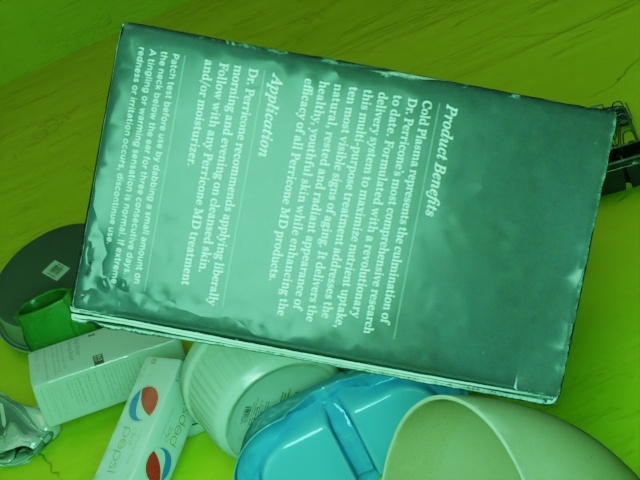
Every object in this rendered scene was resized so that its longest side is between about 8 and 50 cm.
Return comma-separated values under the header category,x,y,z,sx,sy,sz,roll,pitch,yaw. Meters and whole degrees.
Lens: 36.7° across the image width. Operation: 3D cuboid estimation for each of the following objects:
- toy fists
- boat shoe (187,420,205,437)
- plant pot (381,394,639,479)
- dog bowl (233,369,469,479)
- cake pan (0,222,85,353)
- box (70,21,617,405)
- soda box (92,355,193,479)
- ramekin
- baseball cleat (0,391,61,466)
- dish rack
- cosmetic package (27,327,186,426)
category,x,y,z,sx,sy,sz,roll,pitch,yaw
toy fists,-0.368,0.126,1.632,0.279,0.142,0.096,-23,23,3
boat shoe,-0.151,0.211,1.402,0.226,0.076,0.083,-25,30,1
plant pot,0.203,0.282,0.894,0.190,0.284,0.284,1,22,-23
dog bowl,0.034,0.237,1.154,0.297,0.166,0.074,-26,19,-2
cake pan,-0.480,0.076,1.787,0.293,0.054,0.293,-12,44,12
box,0.022,-0.040,1.115,0.471,0.298,0.480,12,5,-1
soda box,-0.234,0.269,1.314,0.073,0.069,0.216,0,59,38
ramekin,-0.069,0.194,1.255,0.207,0.207,0.109,-31,40,-9
baseball cleat,-0.507,0.298,1.532,0.205,0.072,0.109,0,38,37
dish rack,0.419,-0.154,1.557,0.208,0.074,0.272,-15,31,15
cosmetic package,-0.330,0.195,1.509,0.231,0.086,0.117,-20,27,-12
